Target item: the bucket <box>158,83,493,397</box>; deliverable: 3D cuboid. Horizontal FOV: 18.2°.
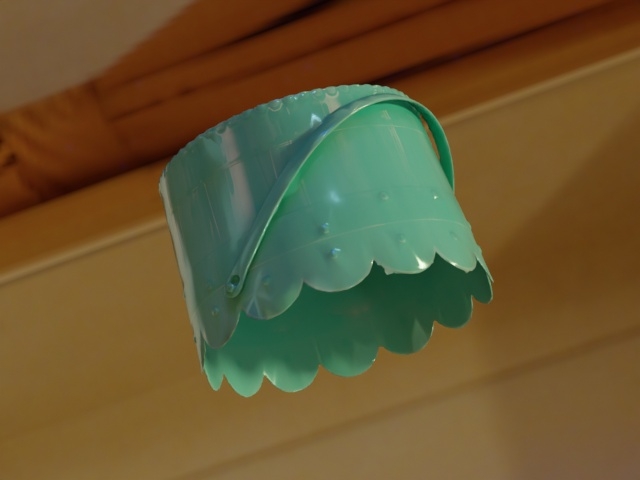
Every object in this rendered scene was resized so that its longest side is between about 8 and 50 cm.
[{"bbox_3d":[0.000,0.000,1.718,0.281,0.281,0.183,40,29,-70],"label":"bucket"}]
